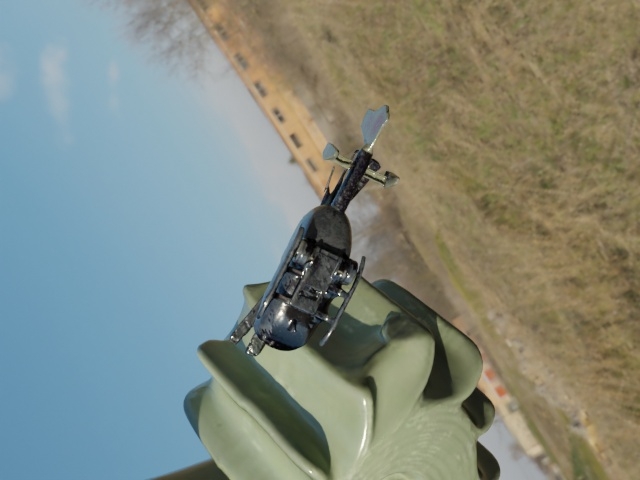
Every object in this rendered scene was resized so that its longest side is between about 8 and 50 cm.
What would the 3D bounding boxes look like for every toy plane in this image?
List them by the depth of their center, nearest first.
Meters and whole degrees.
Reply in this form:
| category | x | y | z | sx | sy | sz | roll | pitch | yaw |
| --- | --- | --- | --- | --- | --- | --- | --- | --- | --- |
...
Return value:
| category | x | y | z | sx | sy | sz | roll | pitch | yaw |
| --- | --- | --- | --- | --- | --- | --- | --- | --- | --- |
| toy plane | 0.000 | 0.000 | 0.345 | 0.031 | 0.120 | 0.049 | 26 | -173 | -16 |

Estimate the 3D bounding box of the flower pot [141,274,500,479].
| category | x | y | z | sx | sy | sz | roll | pitch | yaw |
| --- | --- | --- | --- | --- | --- | --- | --- | --- | --- |
| flower pot | -0.059 | 0.188 | 0.513 | 0.164 | 0.367 | 0.254 | 35 | 148 | 43 |
